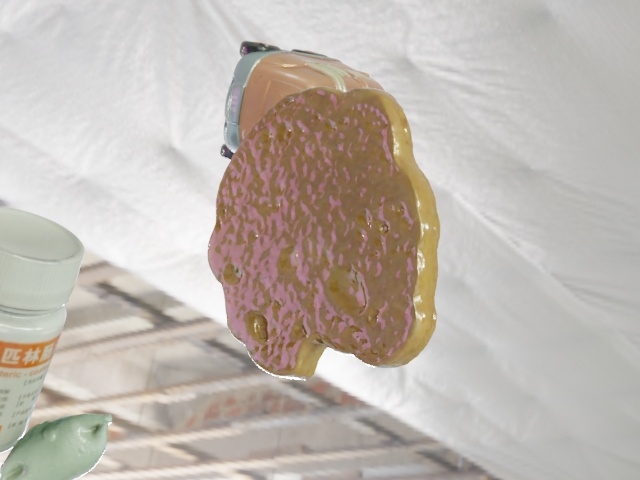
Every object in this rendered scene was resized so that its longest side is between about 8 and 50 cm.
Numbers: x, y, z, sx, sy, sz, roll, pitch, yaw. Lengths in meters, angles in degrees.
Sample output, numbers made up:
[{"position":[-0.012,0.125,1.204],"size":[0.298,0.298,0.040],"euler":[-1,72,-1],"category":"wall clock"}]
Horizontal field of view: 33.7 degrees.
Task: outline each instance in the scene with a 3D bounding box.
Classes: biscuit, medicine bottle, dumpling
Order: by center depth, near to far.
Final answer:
[{"position":[0.000,0.000,1.216],"size":[0.312,0.351,0.057],"euler":[-33,-26,31],"category":"biscuit"},{"position":[-0.534,0.149,1.734],"size":[0.211,0.211,0.372],"euler":[18,-71,-17],"category":"medicine bottle"},{"position":[-0.427,0.333,1.744],"size":[0.216,0.149,0.105],"euler":[-29,-64,7],"category":"dumpling"}]

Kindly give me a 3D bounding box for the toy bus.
[{"position":[-0.010,-0.203,1.683],"size":[0.232,0.194,0.287],"euler":[16,11,36],"category":"toy bus"}]
